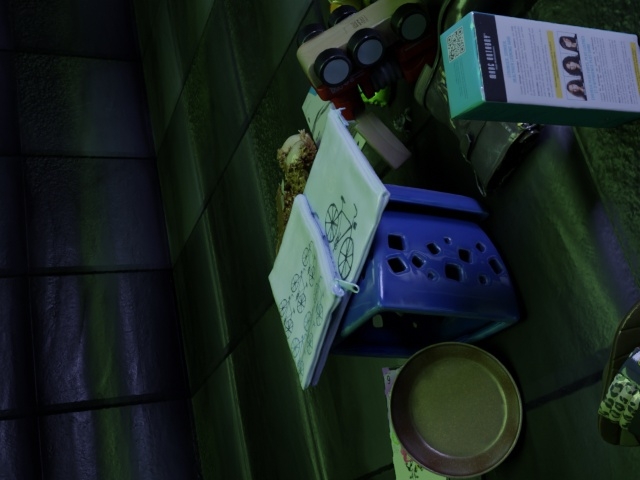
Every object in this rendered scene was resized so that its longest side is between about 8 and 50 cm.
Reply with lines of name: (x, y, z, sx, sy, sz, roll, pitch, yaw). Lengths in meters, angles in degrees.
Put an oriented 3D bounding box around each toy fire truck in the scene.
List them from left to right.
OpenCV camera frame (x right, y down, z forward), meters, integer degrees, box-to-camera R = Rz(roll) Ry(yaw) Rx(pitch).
toy fire truck: (0.106, -0.267, 1.251, 0.158, 0.217, 0.246, 61, -179, 43)

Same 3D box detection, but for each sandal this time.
sandal: (0.367, 0.138, 0.834, 0.060, 0.090, 0.219, -63, -21, -58)

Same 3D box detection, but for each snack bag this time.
snack bag: (0.000, 0.000, 1.140, 0.323, 0.037, 0.342, -111, 37, -57)

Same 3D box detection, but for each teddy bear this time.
teddy bear: (-0.033, -0.068, 1.577, 0.245, 0.113, 0.338, -175, 83, -78)

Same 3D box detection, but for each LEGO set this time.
LEGO set: (0.141, -0.199, 1.327, 0.054, 0.023, 0.083, -146, 59, -60)

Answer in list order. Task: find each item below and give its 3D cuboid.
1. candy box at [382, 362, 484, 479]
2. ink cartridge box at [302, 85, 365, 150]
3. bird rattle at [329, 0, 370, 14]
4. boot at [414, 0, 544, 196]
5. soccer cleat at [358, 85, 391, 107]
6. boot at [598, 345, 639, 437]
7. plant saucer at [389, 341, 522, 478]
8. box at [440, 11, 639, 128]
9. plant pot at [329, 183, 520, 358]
candy box: (0.181, 0.300, 1.215, 0.165, 0.070, 0.196, -25, 69, 62)
ink cartridge box: (0.027, -0.245, 1.518, 0.104, 0.060, 0.180, -61, 40, 47)
bird rattle: (0.048, -0.469, 1.402, 0.207, 0.143, 0.253, 91, 163, -45)
boot: (0.246, -0.223, 1.059, 0.229, 0.091, 0.263, 59, 146, 37)
soccer cleat: (0.080, -0.300, 1.420, 0.179, 0.060, 0.072, 26, 105, 55)
boot: (0.384, 0.145, 0.705, 0.178, 0.085, 0.236, 37, 132, 30)
plant saucer: (0.202, 0.251, 1.108, 0.199, 0.036, 0.198, -3, 82, 21)
box: (0.256, -0.185, 0.832, 0.060, 0.244, 0.100, -24, 69, 62)
plant pot: (0.132, 0.049, 1.132, 0.236, 0.236, 0.212, 135, 136, -57)
